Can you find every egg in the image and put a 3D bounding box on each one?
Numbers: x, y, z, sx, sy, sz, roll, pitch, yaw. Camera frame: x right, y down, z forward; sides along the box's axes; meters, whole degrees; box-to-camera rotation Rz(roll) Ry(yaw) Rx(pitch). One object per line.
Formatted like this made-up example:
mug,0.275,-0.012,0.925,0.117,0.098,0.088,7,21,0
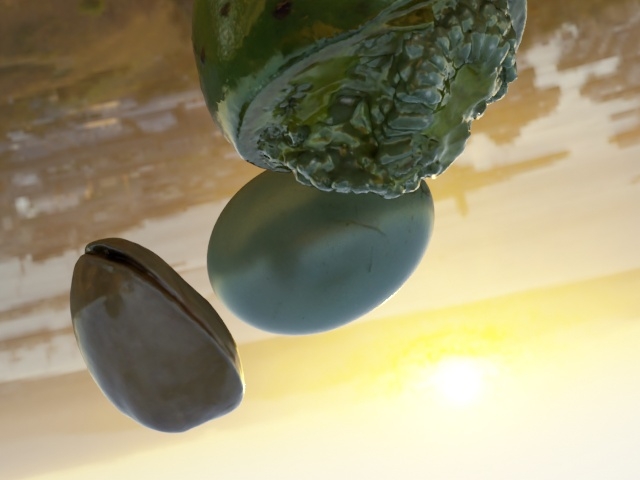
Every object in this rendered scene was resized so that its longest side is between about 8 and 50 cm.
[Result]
egg,0.000,0.000,1.245,0.231,0.168,0.168,-25,171,12

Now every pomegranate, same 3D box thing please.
pomegranate,0.038,-0.182,0.988,0.260,0.260,0.340,-9,146,-28

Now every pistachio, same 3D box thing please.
pistachio,-0.131,0.074,1.014,0.126,0.185,0.108,-2,-137,45
